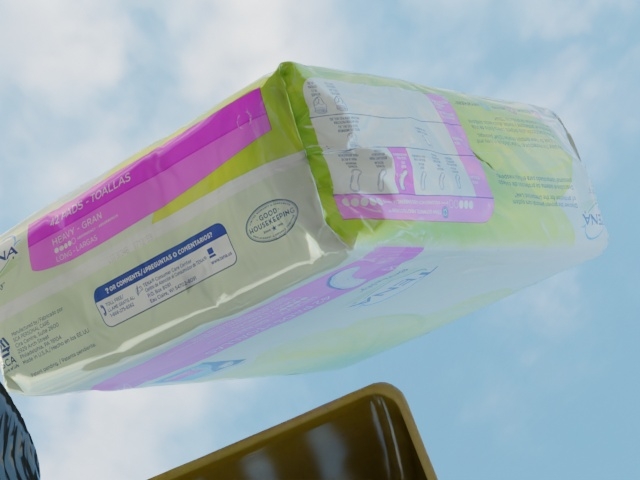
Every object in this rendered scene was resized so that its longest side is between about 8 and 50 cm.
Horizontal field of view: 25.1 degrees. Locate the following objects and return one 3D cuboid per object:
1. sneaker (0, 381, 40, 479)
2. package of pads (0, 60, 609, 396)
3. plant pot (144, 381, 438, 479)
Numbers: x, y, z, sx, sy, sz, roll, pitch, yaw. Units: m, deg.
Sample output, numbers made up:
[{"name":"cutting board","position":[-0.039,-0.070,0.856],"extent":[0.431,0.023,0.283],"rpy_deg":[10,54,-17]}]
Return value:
[{"name":"sneaker","position":[-0.315,0.058,0.460],"extent":[0.257,0.447,0.169],"rpy_deg":[-12,-118,32]},{"name":"package of pads","position":[0.000,0.000,0.783],"extent":[0.229,0.296,0.101],"rpy_deg":[-27,-105,32]},{"name":"plant pot","position":[-0.006,0.232,0.728],"extent":[0.212,0.187,0.212],"rpy_deg":[-23,-120,2]}]
